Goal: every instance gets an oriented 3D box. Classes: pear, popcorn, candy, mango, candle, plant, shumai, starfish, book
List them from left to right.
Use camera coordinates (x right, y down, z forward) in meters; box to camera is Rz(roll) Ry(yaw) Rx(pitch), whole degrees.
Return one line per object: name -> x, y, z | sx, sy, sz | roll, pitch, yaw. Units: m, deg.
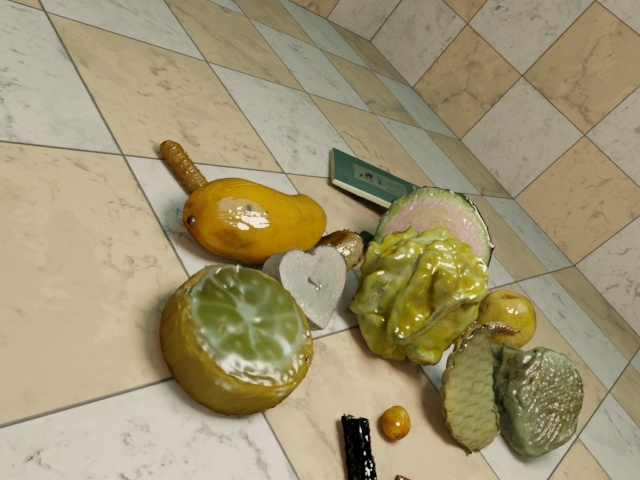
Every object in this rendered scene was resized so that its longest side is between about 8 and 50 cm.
candy -> -0.134, 0.156, 0.849 | 0.260, 0.118, 0.260 | 25, 35, -20
mango -> -0.120, -0.037, 1.079 | 0.359, 0.144, 0.187 | 7, 51, -42
candle -> -0.024, 0.095, 1.027 | 0.192, 0.068, 0.169 | -4, 85, -46
plant -> 0.107, -0.008, 1.422 | 0.102, 0.051, 0.051 | 21, 35, -26
book -> 0.204, -0.177, 1.706 | 0.379, 0.031, 0.264 | 22, 28, -12
mango -> 0.147, 0.346, 0.998 | 0.060, 0.046, 0.089 | 44, 25, 4
popcorn -> 0.209, 0.116, 1.160 | 0.312, 0.312, 0.312 | 30, 31, -21
starfish -> 0.437, 0.251, 1.405 | 0.247, 0.138, 0.050 | 36, 0, -18
pear -> 0.540, 0.235, 1.509 | 0.178, 0.178, 0.178 | 30, 31, -21
shumai -> 0.501, 0.392, 1.288 | 0.225, 0.222, 0.261 | 15, 74, -22

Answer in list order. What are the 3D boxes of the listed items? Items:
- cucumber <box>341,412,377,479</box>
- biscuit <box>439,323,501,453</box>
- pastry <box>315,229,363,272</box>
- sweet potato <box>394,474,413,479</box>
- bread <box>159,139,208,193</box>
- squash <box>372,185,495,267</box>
cucumber -> 0.066, 0.369, 0.865 | 0.053, 0.053, 0.181 | 26, 35, -26
biscuit -> 0.314, 0.325, 1.107 | 0.187, 0.036, 0.274 | -14, 101, -40
pastry -> 0.028, 0.030, 1.184 | 0.081, 0.153, 0.153 | 57, 26, -14
sweet potato -> 0.221, 0.489, 0.891 | 0.264, 0.057, 0.057 | 44, 29, -5
bread -> -0.296, -0.158, 1.135 | 0.157, 0.044, 0.052 | 51, 25, 14
squash -> 0.314, 0.013, 1.478 | 0.310, 0.310, 0.309 | 47, 8, 8
